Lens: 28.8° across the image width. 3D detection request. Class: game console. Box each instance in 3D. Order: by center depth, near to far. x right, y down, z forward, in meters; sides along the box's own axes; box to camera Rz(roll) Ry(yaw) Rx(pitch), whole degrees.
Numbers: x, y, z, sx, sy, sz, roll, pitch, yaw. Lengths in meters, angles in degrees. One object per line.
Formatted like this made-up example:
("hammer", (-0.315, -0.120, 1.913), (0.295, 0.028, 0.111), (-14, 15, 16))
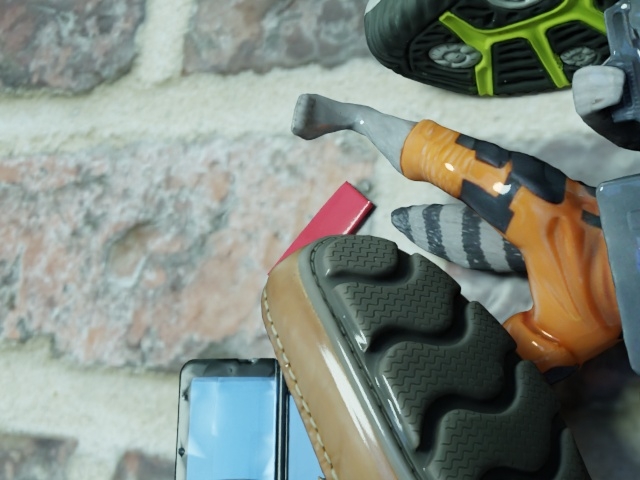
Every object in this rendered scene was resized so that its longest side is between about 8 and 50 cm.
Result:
("game console", (-0.037, 0.125, 0.766), (0.107, 0.071, 0.122), (-32, 53, 57))

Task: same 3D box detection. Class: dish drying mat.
("dish drying mat", (0.000, 0.000, 0.833), (0.083, 0.008, 0.032), (-51, 55, 6))

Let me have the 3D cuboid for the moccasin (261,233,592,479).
("moccasin", (0.076, 0.173, 0.604), (0.147, 0.139, 0.380), (-34, 87, 40))

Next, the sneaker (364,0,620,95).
("sneaker", (0.167, -0.217, 0.701), (0.385, 0.145, 0.147), (-36, 45, 42))

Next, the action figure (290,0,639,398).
("action figure", (0.157, -0.041, 0.660), (0.330, 0.178, 0.341), (-2, 96, 25))

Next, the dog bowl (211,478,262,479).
("dog bowl", (-0.069, 0.267, 0.687), (0.265, 0.104, 0.264), (-4, 82, 31))
